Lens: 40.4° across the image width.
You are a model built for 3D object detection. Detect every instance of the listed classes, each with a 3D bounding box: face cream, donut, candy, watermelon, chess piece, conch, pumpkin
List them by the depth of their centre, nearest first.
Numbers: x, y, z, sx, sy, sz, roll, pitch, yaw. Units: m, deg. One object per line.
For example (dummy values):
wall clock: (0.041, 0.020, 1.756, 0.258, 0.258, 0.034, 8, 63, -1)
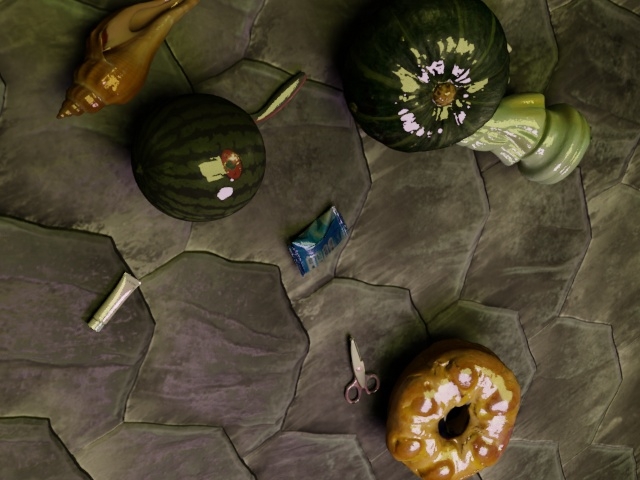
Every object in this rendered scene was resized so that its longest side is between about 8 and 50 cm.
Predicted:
conch: (-0.287, -0.298, 1.319, 0.109, 0.093, 0.330, 46, 63, -21)
watermelon: (-0.193, -0.131, 1.370, 0.212, 0.212, 0.212, -14, 119, -27)
face cream: (-0.357, 0.107, 1.498, 0.115, 0.020, 0.038, -52, 128, -4)
pumpkin: (0.181, -0.298, 1.525, 0.300, 0.207, 0.300, -13, 135, -14)
candy: (0.000, 0.000, 1.662, 0.136, 0.038, 0.088, -42, 131, -20)
chess piece: (0.375, -0.238, 1.734, 0.298, 0.176, 0.176, 21, 100, -24)
donut: (0.287, 0.374, 1.902, 0.317, 0.150, 0.299, -35, 106, 5)

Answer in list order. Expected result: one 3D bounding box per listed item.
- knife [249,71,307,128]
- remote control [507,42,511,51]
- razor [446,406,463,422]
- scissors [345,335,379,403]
knife: (-0.114, -0.206, 1.505, 0.247, 0.018, 0.035, -45, 130, -5)
remote control: (0.282, -0.413, 1.619, 0.042, 0.078, 0.221, -44, 130, 17)
razor: (0.316, 0.381, 2.030, 0.090, 0.054, 0.148, -26, 123, -15)
scissors: (0.080, 0.273, 1.850, 0.085, 0.022, 0.176, -24, 125, -15)
